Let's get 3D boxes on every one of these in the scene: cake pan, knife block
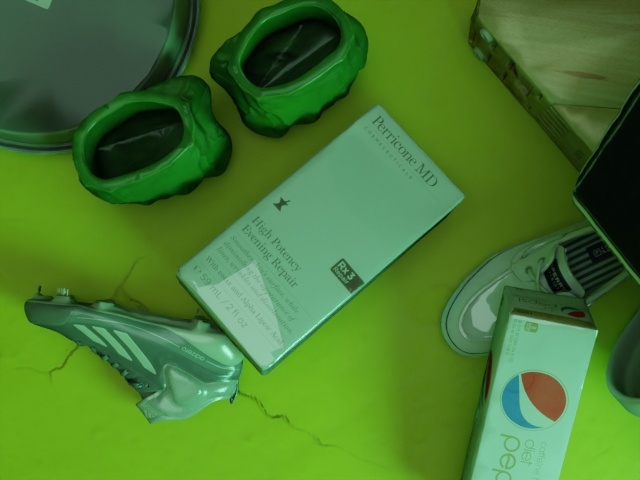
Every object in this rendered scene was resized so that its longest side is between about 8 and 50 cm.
[{"bbox_3d":[-0.254,-0.222,0.855,0.293,0.054,0.293,-1,97,-6],"label":"cake pan"},{"bbox_3d":[0.302,-0.169,0.854,0.242,0.088,0.276,-40,86,0],"label":"knife block"}]

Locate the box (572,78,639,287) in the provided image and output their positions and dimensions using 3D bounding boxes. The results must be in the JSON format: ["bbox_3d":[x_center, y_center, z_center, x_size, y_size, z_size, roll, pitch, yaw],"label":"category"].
[{"bbox_3d":[0.507,0.009,0.563,0.471,0.297,0.480,-12,55,-30],"label":"box"}]

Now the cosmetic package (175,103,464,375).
[{"bbox_3d":[0.000,0.000,0.841,0.231,0.085,0.117,-42,85,-10],"label":"cosmetic package"}]

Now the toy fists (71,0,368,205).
[{"bbox_3d":[-0.086,-0.118,0.844,0.279,0.142,0.096,-31,79,1],"label":"toy fists"}]

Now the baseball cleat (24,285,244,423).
[{"bbox_3d":[-0.173,0.107,0.872,0.205,0.072,0.110,10,88,4],"label":"baseball cleat"}]

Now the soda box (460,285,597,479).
[{"bbox_3d":[0.171,0.153,0.820,0.073,0.069,0.216,10,108,4],"label":"soda box"}]

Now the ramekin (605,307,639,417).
[{"bbox_3d":[0.349,0.092,0.787,0.207,0.207,0.109,-45,96,0],"label":"ramekin"}]

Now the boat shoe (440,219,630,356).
[{"bbox_3d":[0.207,0.028,0.855,0.226,0.076,0.083,-34,86,1],"label":"boat shoe"}]
